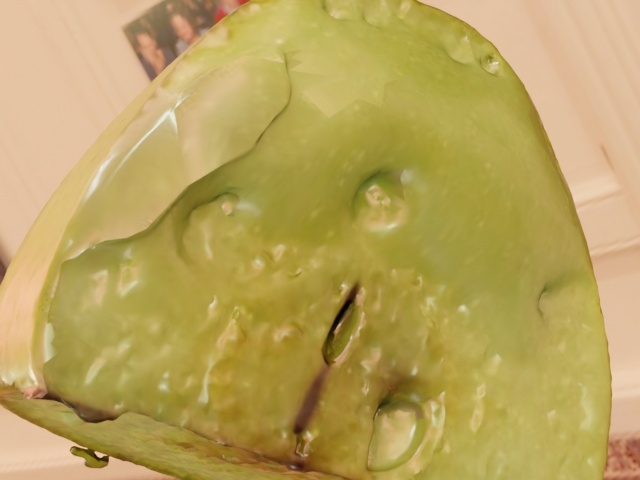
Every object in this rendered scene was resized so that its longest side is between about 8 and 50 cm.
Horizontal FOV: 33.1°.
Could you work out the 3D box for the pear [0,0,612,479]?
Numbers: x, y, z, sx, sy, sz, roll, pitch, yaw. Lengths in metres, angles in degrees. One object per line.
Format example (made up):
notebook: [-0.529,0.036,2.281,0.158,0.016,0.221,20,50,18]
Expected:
pear: [0.000,0.000,0.636,0.238,0.342,0.318,-14,57,59]
